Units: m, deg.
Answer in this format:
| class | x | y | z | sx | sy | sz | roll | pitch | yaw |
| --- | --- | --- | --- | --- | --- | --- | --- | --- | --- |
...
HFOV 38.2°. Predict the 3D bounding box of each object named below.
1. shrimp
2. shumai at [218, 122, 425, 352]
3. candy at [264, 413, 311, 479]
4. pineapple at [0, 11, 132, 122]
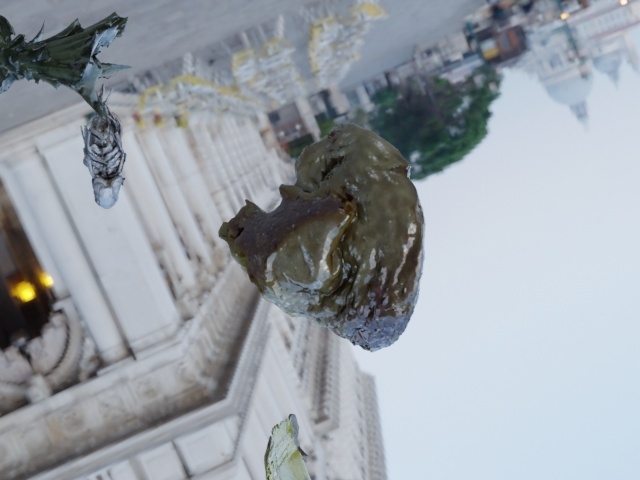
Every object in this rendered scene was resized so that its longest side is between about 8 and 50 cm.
| class | x | y | z | sx | sy | sz | roll | pitch | yaw |
| --- | --- | --- | --- | --- | --- | --- | --- | --- | --- |
| shrimp | -0.285 | -0.124 | 1.214 | 0.057 | 0.165 | 0.065 | -6 | -167 | -12 |
| shumai | 0.010 | 0.006 | 0.593 | 0.105 | 0.139 | 0.123 | -33 | -179 | -29 |
| candy | -0.026 | 0.330 | 0.899 | 0.081 | 0.297 | 0.187 | -9 | 177 | 5 |
| pineapple | -0.345 | -0.195 | 0.987 | 0.277 | 0.119 | 0.130 | 6 | -172 | 6 |
